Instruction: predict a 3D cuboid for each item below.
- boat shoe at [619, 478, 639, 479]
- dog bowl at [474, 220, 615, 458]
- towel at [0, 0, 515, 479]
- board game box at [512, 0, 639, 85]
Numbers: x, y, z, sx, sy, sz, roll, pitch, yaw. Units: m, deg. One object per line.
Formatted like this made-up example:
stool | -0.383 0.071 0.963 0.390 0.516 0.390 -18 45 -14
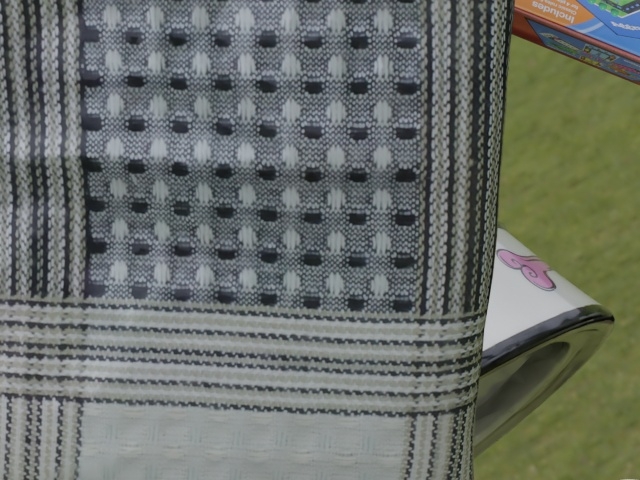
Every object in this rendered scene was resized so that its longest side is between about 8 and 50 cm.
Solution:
boat shoe | 0.309 0.230 1.304 0.137 0.049 0.043 6 26 -4
dog bowl | 0.006 0.120 1.129 0.408 0.150 0.408 -33 -16 -11
towel | -0.092 -0.043 0.595 0.324 0.312 0.056 4 19 5
board game box | 0.203 -0.116 0.671 0.027 0.281 0.145 126 164 -71
